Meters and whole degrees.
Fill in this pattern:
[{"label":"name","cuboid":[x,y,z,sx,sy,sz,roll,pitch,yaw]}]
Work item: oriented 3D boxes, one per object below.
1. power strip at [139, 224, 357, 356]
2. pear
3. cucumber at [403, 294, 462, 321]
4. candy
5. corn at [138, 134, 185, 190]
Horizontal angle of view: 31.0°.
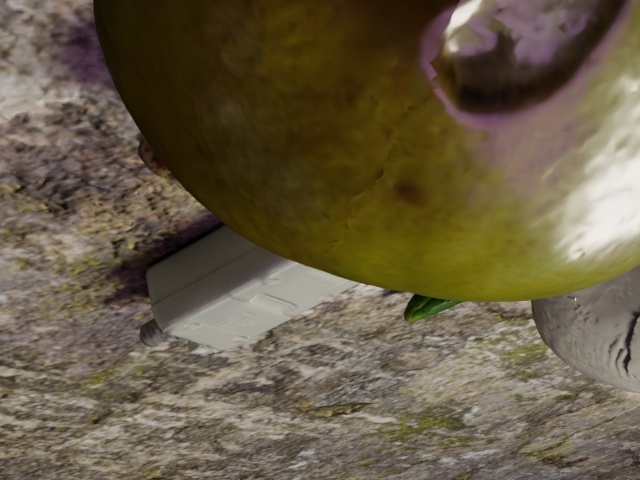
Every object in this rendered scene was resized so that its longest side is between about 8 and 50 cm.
[{"label":"power strip","cuboid":[0.000,0.000,0.843,0.338,0.058,0.098,-29,154,23]},{"label":"pear","cuboid":[0.046,-0.100,0.442,0.269,0.269,0.321,-23,173,14]},{"label":"cucumber","cuboid":[0.144,0.029,1.019,0.168,0.039,0.039,-25,154,22]},{"label":"candy","cuboid":[0.286,0.004,0.887,0.295,0.185,0.295,-7,139,-6]},{"label":"corn","cuboid":[0.026,-0.038,0.676,0.280,0.092,0.092,19,140,-27]}]
